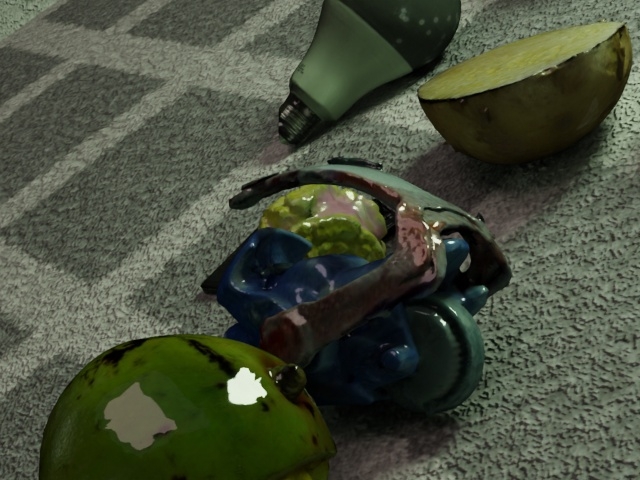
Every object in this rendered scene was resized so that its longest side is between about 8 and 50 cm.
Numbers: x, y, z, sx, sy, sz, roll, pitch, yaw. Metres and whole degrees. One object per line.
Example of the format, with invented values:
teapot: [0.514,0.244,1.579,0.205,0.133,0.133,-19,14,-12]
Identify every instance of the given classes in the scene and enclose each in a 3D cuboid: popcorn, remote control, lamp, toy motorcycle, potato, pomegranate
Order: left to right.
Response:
pomegranate: [-0.140,0.212,1.279,0.341,0.260,0.260,-29,25,12]
popcorn: [0.000,0.000,1.632,0.145,0.125,0.126,-33,0,-41]
toy motorcycle: [0.025,0.051,1.438,0.319,0.182,0.241,-10,60,37]
lamp: [0.051,-0.270,2.050,0.314,0.182,0.182,-42,22,17]
remote control: [0.065,-0.023,1.733,0.039,0.014,0.096,-33,24,-4]
potato: [0.238,-0.158,1.676,0.239,0.116,0.299,-28,14,-7]

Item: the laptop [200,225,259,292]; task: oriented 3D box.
laptop: [-0.051,0.002,1.814,0.129,0.016,0.180,1,39,48]
